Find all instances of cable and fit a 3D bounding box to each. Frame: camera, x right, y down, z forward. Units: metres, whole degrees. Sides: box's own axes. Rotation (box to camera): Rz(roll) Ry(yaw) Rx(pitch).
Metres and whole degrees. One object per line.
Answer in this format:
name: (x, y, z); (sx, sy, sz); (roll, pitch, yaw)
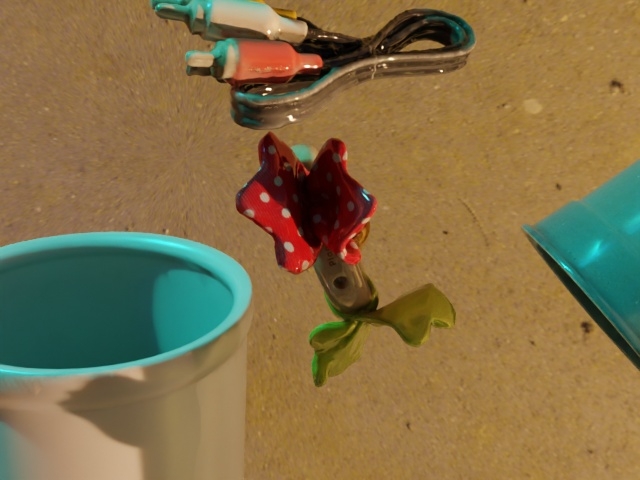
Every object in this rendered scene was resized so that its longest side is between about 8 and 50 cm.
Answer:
cable: (0.018, -0.152, 0.660); (0.287, 0.139, 0.072); (-9, 135, -22)

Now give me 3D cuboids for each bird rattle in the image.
bird rattle: (0.000, 0.000, 0.750); (0.143, 0.207, 0.253); (-30, 124, 8)

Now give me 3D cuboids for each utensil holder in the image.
utensil holder: (-0.239, 0.225, 0.915); (0.327, 0.327, 0.386); (-1, 113, -9)

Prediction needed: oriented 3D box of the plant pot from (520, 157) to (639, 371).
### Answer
plant pot: (0.522, 0.003, 1.201); (0.334, 0.341, 0.341); (-41, 100, 8)
